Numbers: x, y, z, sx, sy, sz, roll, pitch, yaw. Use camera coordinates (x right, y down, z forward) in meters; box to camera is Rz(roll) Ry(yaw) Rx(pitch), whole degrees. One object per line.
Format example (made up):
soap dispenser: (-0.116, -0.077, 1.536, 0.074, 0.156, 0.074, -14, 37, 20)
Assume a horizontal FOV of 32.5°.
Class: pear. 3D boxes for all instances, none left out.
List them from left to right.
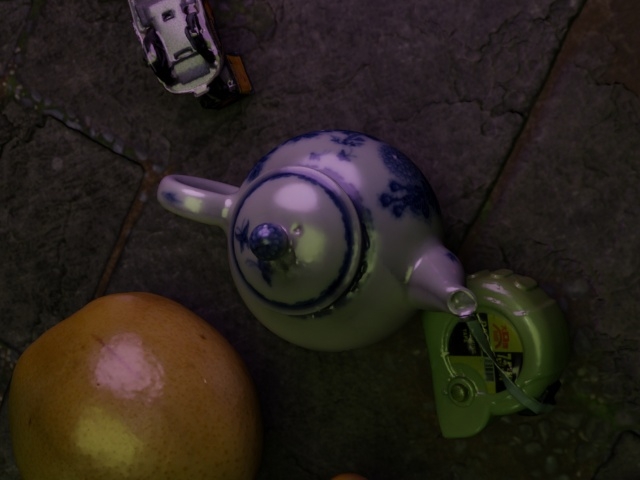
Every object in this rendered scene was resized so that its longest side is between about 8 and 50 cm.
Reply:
pear: (-0.221, 0.224, 1.326, 0.314, 0.314, 0.315, 2, 95, 19)

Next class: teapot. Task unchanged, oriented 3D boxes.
teapot: (0.000, 0.000, 1.224, 0.423, 0.280, 0.252, 21, 100, 25)

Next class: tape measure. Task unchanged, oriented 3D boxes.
tape measure: (0.201, 0.121, 1.267, 0.175, 0.106, 0.200, -11, 89, 33)

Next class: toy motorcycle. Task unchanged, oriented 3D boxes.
toy motorcycle: (-0.178, -0.290, 1.334, 0.090, 0.157, 0.263, -23, 89, 16)

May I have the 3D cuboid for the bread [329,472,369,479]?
bread: (-0.053, 0.467, 1.261, 0.245, 0.329, 0.424, 50, 119, 9)
